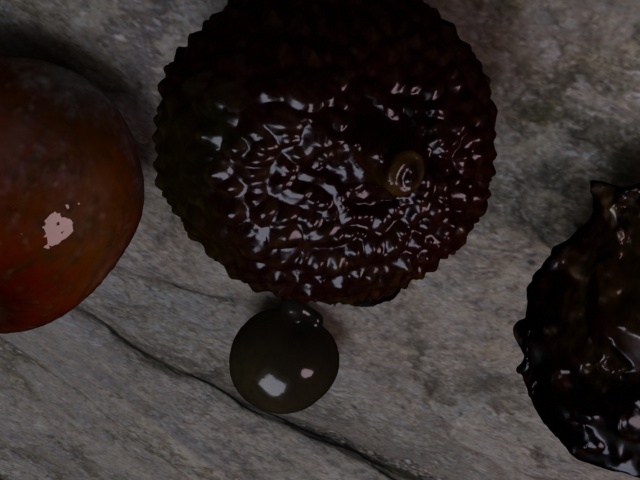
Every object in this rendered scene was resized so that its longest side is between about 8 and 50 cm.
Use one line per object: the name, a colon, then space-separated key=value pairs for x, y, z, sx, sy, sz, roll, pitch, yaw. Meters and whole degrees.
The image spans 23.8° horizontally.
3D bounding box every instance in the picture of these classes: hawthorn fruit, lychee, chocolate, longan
hawthorn fruit: x=-0.278 y=-0.032 z=1.274 sx=0.231 sy=0.263 sz=0.235 roll=47 pitch=175 yaw=0
lychee: x=-0.004 y=-0.072 z=1.042 sx=0.236 sy=0.236 sz=0.271 roll=40 pitch=167 yaw=-28
chocolate: x=0.248 y=0.041 z=1.089 sx=0.224 sy=0.206 sz=0.177 roll=16 pitch=139 yaw=20
longan: x=-0.033 y=0.110 z=1.468 sx=0.106 sy=0.106 sz=0.119 roll=20 pitch=107 yaw=4

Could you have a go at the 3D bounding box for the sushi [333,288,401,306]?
sushi: x=0.000 y=0.000 z=1.274 sx=0.150 sy=0.090 sz=0.078 roll=15 pitch=145 yaw=14
